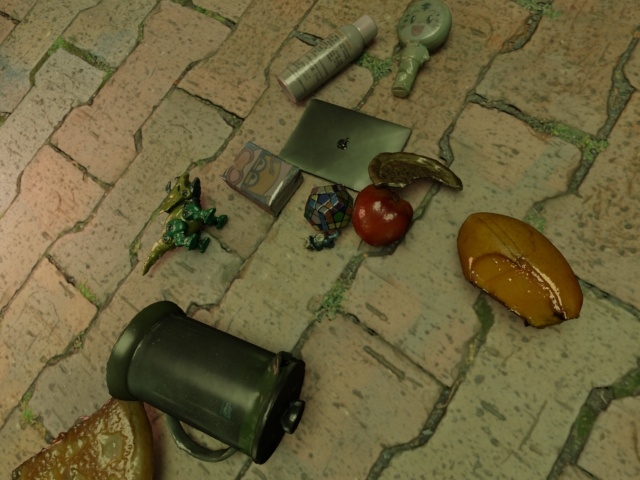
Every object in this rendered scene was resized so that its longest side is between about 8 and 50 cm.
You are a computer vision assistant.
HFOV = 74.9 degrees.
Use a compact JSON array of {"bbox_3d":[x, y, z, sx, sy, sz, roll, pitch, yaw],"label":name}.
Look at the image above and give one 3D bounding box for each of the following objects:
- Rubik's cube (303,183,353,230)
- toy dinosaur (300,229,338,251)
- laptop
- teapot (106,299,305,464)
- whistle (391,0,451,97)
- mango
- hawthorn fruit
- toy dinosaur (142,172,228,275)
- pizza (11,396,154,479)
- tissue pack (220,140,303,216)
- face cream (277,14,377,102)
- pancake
[{"bbox_3d":[0.018,-0.070,0.882,0.111,0.111,0.093,-9,95,11],"label":"Rubik's cube"},{"bbox_3d":[0.000,0.000,0.887,0.083,0.047,0.030,-14,68,10],"label":"toy dinosaur"},{"bbox_3d":[0.052,-0.220,0.965,0.269,0.015,0.187,24,79,20],"label":"laptop"},{"bbox_3d":[-0.197,0.286,0.775,0.337,0.200,0.270,17,100,17],"label":"teapot"},{"bbox_3d":[0.228,-0.456,0.977,0.126,0.067,0.258,15,80,31],"label":"whistle"},{"bbox_3d":[0.344,0.049,0.747,0.154,0.126,0.252,-38,60,11],"label":"mango"},{"bbox_3d":[0.114,-0.048,0.836,0.140,0.125,0.125,-24,68,12],"label":"hawthorn fruit"},{"bbox_3d":[-0.322,-0.021,0.955,0.153,0.094,0.259,24,87,20],"label":"toy dinosaur"},{"bbox_3d":[-0.452,0.491,0.797,0.278,0.114,0.409,4,72,14],"label":"pizza"},{"bbox_3d":[-0.132,-0.143,0.958,0.155,0.065,0.115,32,80,22],"label":"tissue pack"},{"bbox_3d":[0.022,-0.445,1.013,0.269,0.082,0.082,-37,68,-1],"label":"face cream"},{"bbox_3d":[0.186,-0.133,0.847,0.184,0.020,0.190,38,48,26],"label":"pancake"}]
